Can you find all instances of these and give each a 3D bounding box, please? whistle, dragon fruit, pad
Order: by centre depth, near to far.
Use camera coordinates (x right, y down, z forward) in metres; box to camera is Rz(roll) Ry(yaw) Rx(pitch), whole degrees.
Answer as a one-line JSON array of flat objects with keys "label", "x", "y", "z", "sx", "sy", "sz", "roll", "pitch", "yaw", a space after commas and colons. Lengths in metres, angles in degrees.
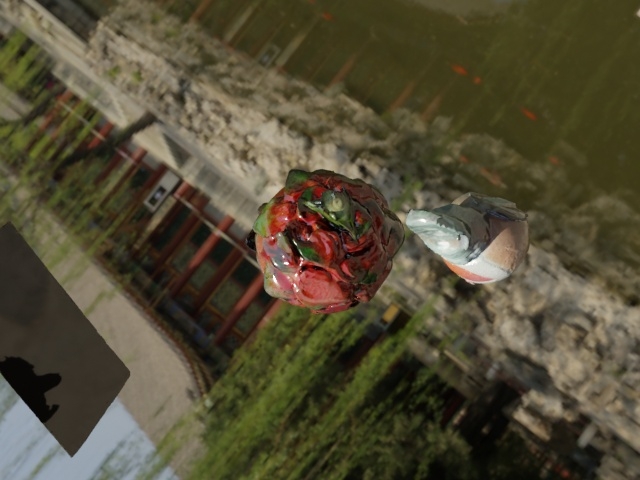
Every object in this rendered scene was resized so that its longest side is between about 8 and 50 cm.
[{"label": "pad", "x": -0.319, "y": 0.108, "z": 0.980, "sx": 0.243, "sy": 0.004, "sz": 0.164, "roll": 56, "pitch": -155, "yaw": -16}, {"label": "dragon fruit", "x": 0.004, "y": 0.002, "z": 0.996, "sx": 0.182, "sy": 0.182, "sz": 0.189, "roll": 39, "pitch": -173, "yaw": -26}, {"label": "whistle", "x": 0.270, "y": -0.004, "z": 1.614, "sx": 0.189, "sy": 0.189, "sz": 0.347, "roll": 37, "pitch": -161, "yaw": 35}]
